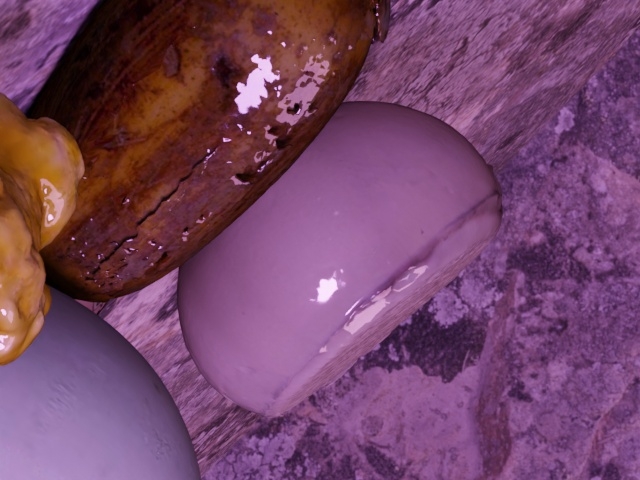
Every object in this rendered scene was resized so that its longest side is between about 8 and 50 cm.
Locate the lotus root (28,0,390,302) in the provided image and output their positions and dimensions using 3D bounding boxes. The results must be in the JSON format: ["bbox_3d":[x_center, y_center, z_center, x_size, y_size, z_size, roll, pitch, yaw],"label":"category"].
[{"bbox_3d":[-0.091,-0.111,1.418,0.397,0.179,0.196,-45,-172,27],"label":"lotus root"}]

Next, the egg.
[{"bbox_3d":[-0.247,0.162,1.411,0.276,0.276,0.389,-46,128,5],"label":"egg"}]

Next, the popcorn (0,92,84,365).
[{"bbox_3d":[-0.235,-0.004,1.182,0.203,0.200,0.226,-33,168,-25],"label":"popcorn"}]

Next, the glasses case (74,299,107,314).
[{"bbox_3d":[-0.291,0.097,1.714,0.314,0.075,0.122,-39,166,-29],"label":"glasses case"}]

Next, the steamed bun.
[{"bbox_3d":[0.000,0.000,2.023,0.374,0.241,0.374,-42,175,-5],"label":"steamed bun"}]
